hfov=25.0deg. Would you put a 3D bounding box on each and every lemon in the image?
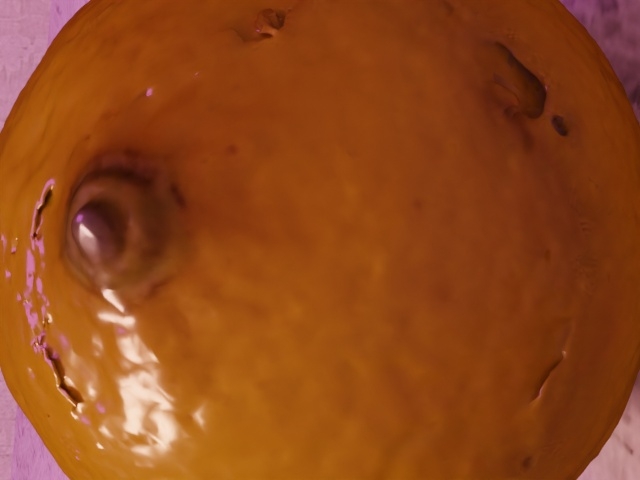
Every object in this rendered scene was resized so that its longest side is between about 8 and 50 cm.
[{"bbox_3d":[0.000,-0.004,0.504,0.253,0.228,0.229,-90,9,-69],"label":"lemon"}]
